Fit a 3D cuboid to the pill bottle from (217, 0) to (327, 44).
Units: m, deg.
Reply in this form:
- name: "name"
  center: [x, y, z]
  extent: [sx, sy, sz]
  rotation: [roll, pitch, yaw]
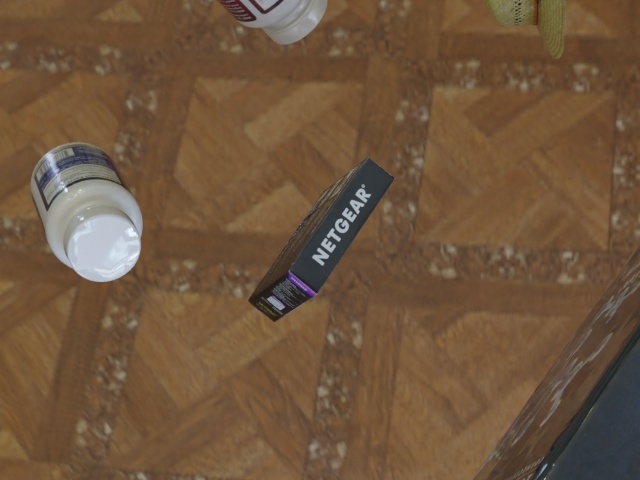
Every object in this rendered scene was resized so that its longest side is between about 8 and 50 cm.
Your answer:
- name: "pill bottle"
  center: [-0.064, -0.242, 1.193]
  extent: [0.086, 0.152, 0.086]
  rotation: [-24, 45, 26]

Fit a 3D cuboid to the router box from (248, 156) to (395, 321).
- name: "router box"
  center: [0.000, 0.000, 1.559]
  extent: [0.046, 0.133, 0.179]
  rotation: [38, 63, -8]

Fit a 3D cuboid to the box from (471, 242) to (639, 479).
- name: "box"
  center: [0.282, 0.136, 0.989]
  extent: [0.212, 0.293, 0.395]
  rotation: [38, 67, 5]

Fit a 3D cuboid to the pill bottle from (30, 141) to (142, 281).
- name: "pill bottle"
  center: [-0.226, -0.026, 1.333]
  extent: [0.094, 0.094, 0.169]
  rotation: [-27, 30, -7]

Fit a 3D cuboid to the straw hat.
- name: "straw hat"
  center: [0.184, -0.234, 1.282]
  extent: [0.061, 0.144, 0.144]
  rotation: [-10, 58, 0]
